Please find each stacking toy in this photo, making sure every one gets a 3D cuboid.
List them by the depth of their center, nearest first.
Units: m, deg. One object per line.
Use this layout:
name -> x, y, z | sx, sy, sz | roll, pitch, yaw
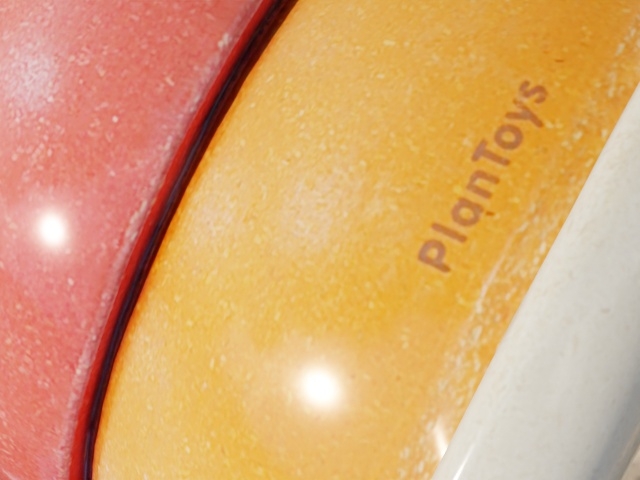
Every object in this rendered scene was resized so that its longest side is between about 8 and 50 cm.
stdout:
stacking toy -> -0.088, -0.053, 0.568 | 0.480, 0.350, 0.350 | 28, 148, 10
